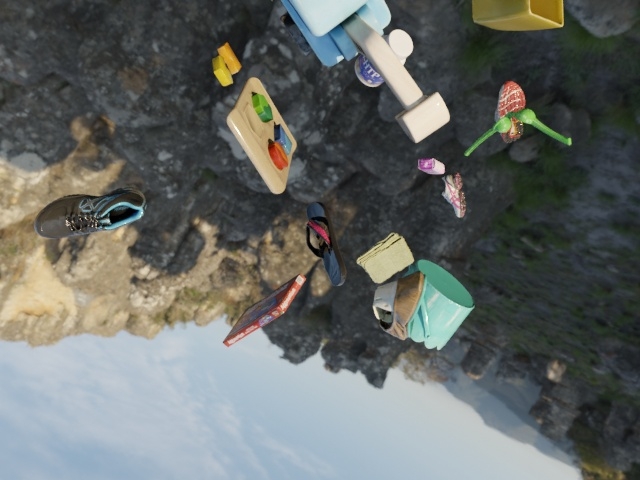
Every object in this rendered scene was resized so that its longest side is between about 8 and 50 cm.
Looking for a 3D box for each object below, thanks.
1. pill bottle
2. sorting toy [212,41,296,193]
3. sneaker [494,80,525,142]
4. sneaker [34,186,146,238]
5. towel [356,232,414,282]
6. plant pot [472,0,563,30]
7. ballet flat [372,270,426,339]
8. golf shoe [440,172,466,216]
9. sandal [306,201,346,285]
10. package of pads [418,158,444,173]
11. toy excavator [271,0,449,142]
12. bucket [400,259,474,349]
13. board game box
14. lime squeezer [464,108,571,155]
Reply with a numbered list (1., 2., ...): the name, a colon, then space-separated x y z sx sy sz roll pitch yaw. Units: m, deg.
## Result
1. pill bottle: 0.195 -0.560 1.628 0.112 0.112 0.187 30 159 -17
2. sorting toy: -0.142 -0.281 1.189 0.041 0.229 0.307 -19 122 21
3. sneaker: 0.594 -0.418 1.707 0.225 0.088 0.092 69 -179 -52
4. sneaker: -0.721 -0.083 1.672 0.139 0.341 0.125 -136 30 -57
5. towel: 0.142 0.039 1.144 0.027 0.110 0.148 62 -171 32
6. plant pot: 0.545 -0.702 1.500 0.212 0.212 0.187 -8 -174 -43
7. ballet flat: 0.206 0.176 1.449 0.124 0.116 0.342 12 154 9
8. golf shoe: 0.553 -0.185 2.212 0.086 0.186 0.067 -10 -174 28
9. sandal: 0.000 0.000 0.937 0.040 0.179 0.067 -4 143 -21
10. package of pads: 0.313 -0.209 1.499 0.050 0.031 0.083 2 177 32
11. toy excavator: 0.058 -0.433 1.064 0.433 0.222 0.445 50 -168 -32
12. bucket: 0.368 0.208 1.804 0.281 0.183 0.281 30 -158 -13
13. board game box: -0.161 0.198 1.486 0.027 0.145 0.281 46 131 -10
14. lime squeezer: 0.537 -0.307 1.479 0.310 0.059 0.109 1 117 47
